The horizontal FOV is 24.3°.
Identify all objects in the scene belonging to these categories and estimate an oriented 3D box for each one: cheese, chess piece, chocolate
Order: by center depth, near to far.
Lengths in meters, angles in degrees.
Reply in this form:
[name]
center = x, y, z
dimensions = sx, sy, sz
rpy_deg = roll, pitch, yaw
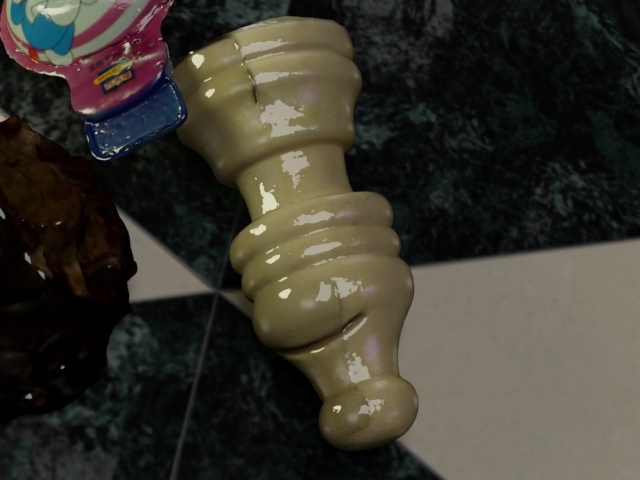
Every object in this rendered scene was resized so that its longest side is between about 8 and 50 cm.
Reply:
[chocolate]
center = -0.210, -0.014, 0.953
dimensions = 0.224, 0.177, 0.206
rpy_deg = 42, 57, 6
[chess piece]
center = 0.000, 0.000, 1.061
dimensions = 0.138, 0.124, 0.307
rpy_deg = 4, 60, -49
[cheese]
center = -0.161, -0.160, 1.088
dimensions = 0.155, 0.062, 0.244
rpy_deg = -27, 55, 7
